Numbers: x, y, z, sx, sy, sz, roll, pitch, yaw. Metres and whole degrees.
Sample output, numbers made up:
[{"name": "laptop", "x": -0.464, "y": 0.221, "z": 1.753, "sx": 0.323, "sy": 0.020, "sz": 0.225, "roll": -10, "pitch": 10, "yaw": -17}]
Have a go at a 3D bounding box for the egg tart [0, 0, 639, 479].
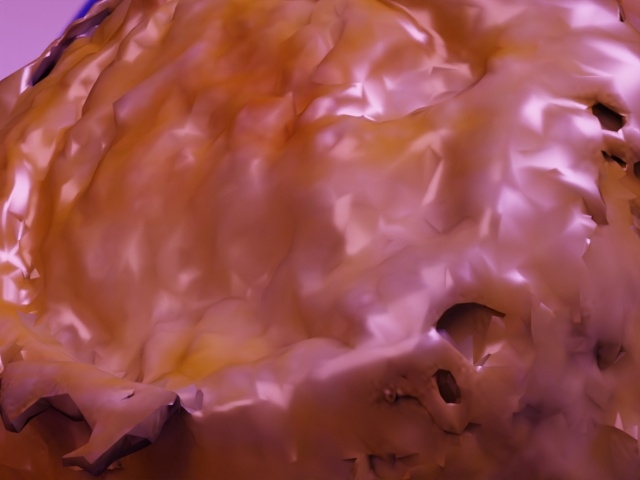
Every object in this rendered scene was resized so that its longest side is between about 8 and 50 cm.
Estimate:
[{"name": "egg tart", "x": 0.000, "y": 0.000, "z": 0.396, "sx": 0.290, "sy": 0.107, "sz": 0.291, "roll": -18, "pitch": 49, "yaw": 22}]
